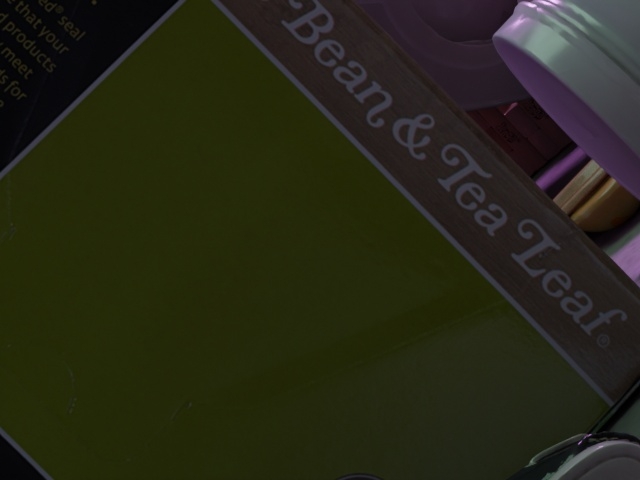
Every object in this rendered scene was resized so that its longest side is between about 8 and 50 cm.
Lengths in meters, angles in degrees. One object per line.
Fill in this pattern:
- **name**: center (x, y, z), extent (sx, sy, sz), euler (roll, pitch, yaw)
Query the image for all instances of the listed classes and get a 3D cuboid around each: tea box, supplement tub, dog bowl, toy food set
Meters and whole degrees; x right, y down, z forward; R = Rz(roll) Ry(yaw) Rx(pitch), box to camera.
- **tea box**: center (-0.092, 0.035, 0.603), extent (0.323, 0.329, 0.220), euler (-44, 2, -4)
- **supplement tub**: center (0.187, -0.117, 0.597), extent (0.200, 0.144, 0.144), euler (-45, 2, 4)
- **dog bowl**: center (0.027, -0.163, 1.085), extent (0.348, 0.102, 0.349), euler (-2, 14, 1)
- **toy food set**: center (0.174, -0.033, 0.818), extent (0.192, 0.038, 0.132), euler (-50, -8, 34)

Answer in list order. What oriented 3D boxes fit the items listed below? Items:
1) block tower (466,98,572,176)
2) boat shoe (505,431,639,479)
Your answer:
- **block tower**: center (0.257, -0.187, 1.194), extent (0.335, 0.097, 0.091), euler (-42, 5, 34)
- **boat shoe**: center (0.051, 0.102, 0.420), extent (0.125, 0.046, 0.038), euler (-42, 3, 1)
